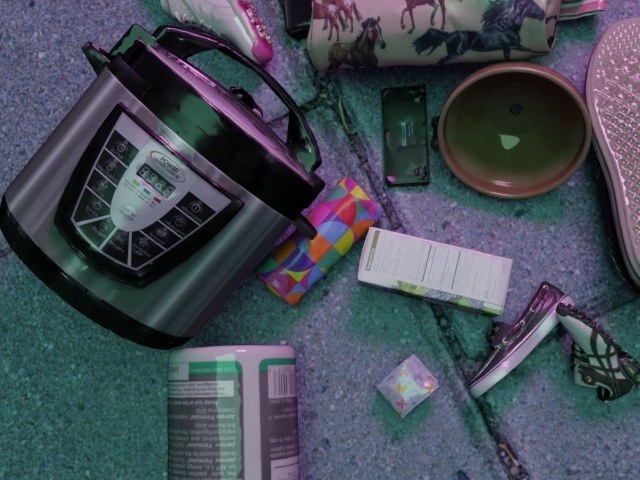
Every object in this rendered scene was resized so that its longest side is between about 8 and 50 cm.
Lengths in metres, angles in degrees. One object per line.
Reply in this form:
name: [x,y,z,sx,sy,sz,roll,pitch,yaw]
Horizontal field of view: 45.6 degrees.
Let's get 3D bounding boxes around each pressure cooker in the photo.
pressure cooker: [-0.223,-0.099,1.152,0.420,0.370,0.375,-49,54,4]

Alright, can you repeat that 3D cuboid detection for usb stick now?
usb stick: [-0.038,-0.503,1.389,0.077,0.045,0.277,-8,80,11]

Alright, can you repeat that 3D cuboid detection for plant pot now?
plant pot: [0.317,-0.195,1.247,0.238,0.237,0.109,14,39,7]

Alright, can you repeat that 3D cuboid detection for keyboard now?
keyboard: [0.163,-0.184,1.329,0.108,0.023,0.180,-3,81,11]

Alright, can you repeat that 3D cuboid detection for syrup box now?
syrup box: [0.184,0.053,1.249,0.237,0.093,0.096,13,82,7]

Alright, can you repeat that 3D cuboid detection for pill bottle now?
pill bottle: [-0.133,0.345,1.171,0.204,0.204,0.360,-2,80,5]

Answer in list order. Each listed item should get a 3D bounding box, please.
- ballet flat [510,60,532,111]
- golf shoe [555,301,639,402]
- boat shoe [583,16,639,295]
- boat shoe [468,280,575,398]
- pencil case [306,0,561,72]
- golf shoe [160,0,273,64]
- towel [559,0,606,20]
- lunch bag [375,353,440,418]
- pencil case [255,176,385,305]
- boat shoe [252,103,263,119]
ballet flat: [0.335,-0.265,1.318,0.041,0.041,0.114,30,84,9]
golf shoe: [0.423,0.182,1.193,0.198,0.077,0.094,43,98,-13]
boat shoe: [0.523,-0.134,1.228,0.187,0.156,0.499,-3,69,9]
boat shoe: [0.310,0.155,1.231,0.228,0.080,0.076,-44,74,-4]
pencil case: [0.188,-0.366,1.224,0.411,0.159,0.183,1,42,22]
golf shoe: [-0.198,-0.414,1.365,0.140,0.115,0.306,-37,73,9]
towel: [0.421,-0.478,1.327,0.144,0.029,0.196,-2,79,26]
lunch bag: [0.145,0.237,1.243,0.083,0.053,0.071,-44,77,7]
pencil case: [0.000,0.000,1.275,0.236,0.104,0.104,-45,80,-4]
boat shoe: [-0.209,-0.258,1.346,0.233,0.084,0.079,16,56,2]
